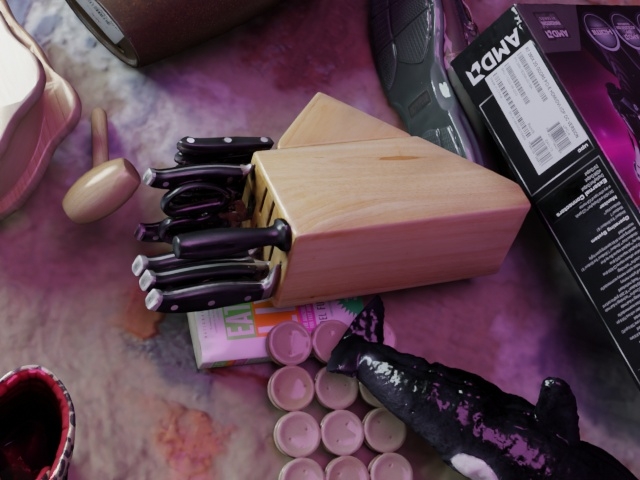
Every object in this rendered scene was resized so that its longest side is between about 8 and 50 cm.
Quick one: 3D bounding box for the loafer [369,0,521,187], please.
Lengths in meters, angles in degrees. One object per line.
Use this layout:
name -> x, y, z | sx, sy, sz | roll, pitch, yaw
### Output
loafer -> 0.114, -0.147, 1.148 | 0.084, 0.096, 0.267 | -1, 72, -37

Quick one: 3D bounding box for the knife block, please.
knife block -> 0.000, 0.000, 0.995 | 0.276, 0.088, 0.242 | 26, 46, 7

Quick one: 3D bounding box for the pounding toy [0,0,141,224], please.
pounding toy -> -0.271, -0.092, 1.021 | 0.154, 0.155, 0.269 | -40, 69, 2

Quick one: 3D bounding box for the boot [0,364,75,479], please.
boot -> -0.224, 0.207, 0.832 | 0.085, 0.178, 0.236 | 18, 62, -6

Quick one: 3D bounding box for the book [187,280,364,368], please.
book -> -0.038, 0.052, 1.039 | 0.144, 0.035, 0.096 | -5, 69, -20

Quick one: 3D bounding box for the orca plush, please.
orca plush -> 0.153, 0.131, 0.978 | 0.287, 0.102, 0.151 | 41, 23, 13

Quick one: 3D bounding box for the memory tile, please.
memory tile -> 0.014, 0.136, 1.008 | 0.113, 0.012, 0.148 | -1, 77, -19

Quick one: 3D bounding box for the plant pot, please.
plant pot -> -0.109, -0.263, 1.081 | 0.215, 0.215, 0.230 | 44, 77, 7

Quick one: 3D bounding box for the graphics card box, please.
graphics card box -> 0.290, -0.034, 1.086 | 0.233, 0.094, 0.371 | -10, 66, -45
